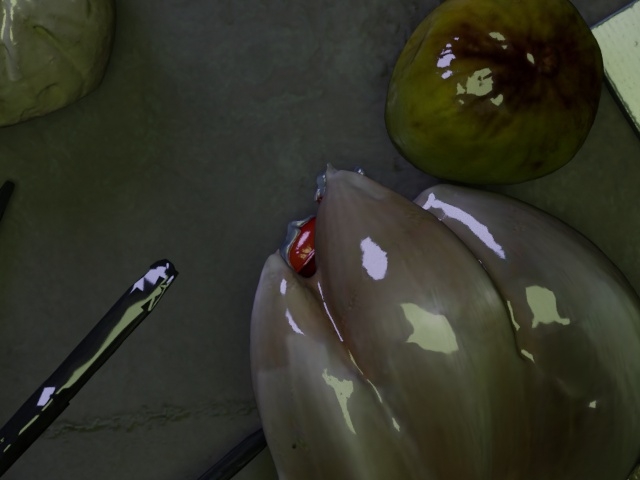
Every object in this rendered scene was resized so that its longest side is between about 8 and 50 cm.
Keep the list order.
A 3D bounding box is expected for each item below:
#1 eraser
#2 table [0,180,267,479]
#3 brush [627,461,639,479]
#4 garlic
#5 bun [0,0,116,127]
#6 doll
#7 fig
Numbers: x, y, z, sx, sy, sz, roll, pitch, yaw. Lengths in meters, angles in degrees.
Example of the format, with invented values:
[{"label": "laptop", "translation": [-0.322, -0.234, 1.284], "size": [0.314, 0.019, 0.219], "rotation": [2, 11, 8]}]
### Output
[{"label": "eraser", "translation": [0.269, -0.138, 1.382], "size": [0.150, 0.023, 0.104], "rotation": [-31, 94, 2]}, {"label": "table", "translation": [-0.184, 0.125, 1.283], "size": [0.317, 0.317, 0.249], "rotation": [41, 78, -4]}, {"label": "brush", "translation": [0.359, 0.180, 1.402], "size": [0.299, 0.039, 0.042], "rotation": [7, 93, -3]}, {"label": "garlic", "translation": [0.100, 0.101, 1.334], "size": [0.279, 0.132, 0.325], "rotation": [-14, 105, -20]}, {"label": "bun", "translation": [-0.230, -0.169, 1.320], "size": [0.178, 0.128, 0.193], "rotation": [-9, 92, 1]}, {"label": "doll", "translation": [-0.001, 0.000, 1.381], "size": [0.114, 0.039, 0.057], "rotation": [-47, 123, -7]}, {"label": "fig", "translation": [0.116, -0.102, 1.333], "size": [0.153, 0.121, 0.136], "rotation": [-18, 94, 1]}]
